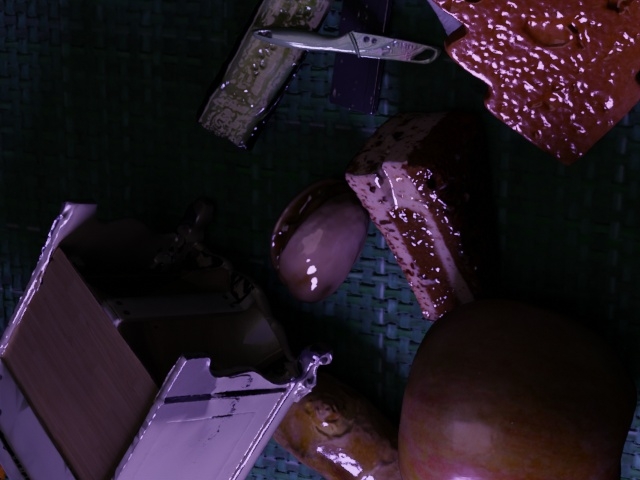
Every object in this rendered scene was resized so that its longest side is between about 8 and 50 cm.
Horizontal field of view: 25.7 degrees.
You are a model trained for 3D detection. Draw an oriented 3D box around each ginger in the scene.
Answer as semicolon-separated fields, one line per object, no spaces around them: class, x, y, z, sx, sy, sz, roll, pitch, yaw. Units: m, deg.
ginger;0.030;0.235;1.640;0.263;0.109;0.116;39;115;6

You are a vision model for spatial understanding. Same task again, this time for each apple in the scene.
apple;0.206;0.192;1.468;0.234;0.257;0.256;14;112;13

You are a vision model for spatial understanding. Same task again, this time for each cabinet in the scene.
cabinet;-0.199;0.155;1.597;0.290;0.227;0.318;49;121;34

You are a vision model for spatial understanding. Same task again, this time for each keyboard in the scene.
keyboard;0.049;-0.235;1.527;0.060;0.018;0.195;19;114;24

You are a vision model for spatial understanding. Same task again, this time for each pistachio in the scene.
pistachio;0.000;0.000;1.581;0.113;0.113;0.149;39;111;7

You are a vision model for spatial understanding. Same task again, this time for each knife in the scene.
knife;0.028;-0.214;1.512;0.207;0.014;0.030;8;111;3

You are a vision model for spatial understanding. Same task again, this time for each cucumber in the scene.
cucumber;-0.059;-0.208;1.565;0.078;0.062;0.211;29;110;-7

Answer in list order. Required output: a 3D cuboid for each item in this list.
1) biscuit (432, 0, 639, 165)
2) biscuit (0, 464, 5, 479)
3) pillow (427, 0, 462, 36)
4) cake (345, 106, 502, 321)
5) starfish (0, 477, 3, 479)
biscuit;0.236;-0.214;1.404;0.284;0.043;0.306;-2;124;11
biscuit;-0.565;0.272;1.950;0.305;0.038;0.305;7;110;19
pillow;0.202;-0.290;1.421;0.229;0.051;0.128;-25;98;28
cake;0.139;-0.034;1.542;0.112;0.135;0.246;0;137;35
starfish;-0.408;0.287;1.703;0.302;0.060;0.299;49;163;5
